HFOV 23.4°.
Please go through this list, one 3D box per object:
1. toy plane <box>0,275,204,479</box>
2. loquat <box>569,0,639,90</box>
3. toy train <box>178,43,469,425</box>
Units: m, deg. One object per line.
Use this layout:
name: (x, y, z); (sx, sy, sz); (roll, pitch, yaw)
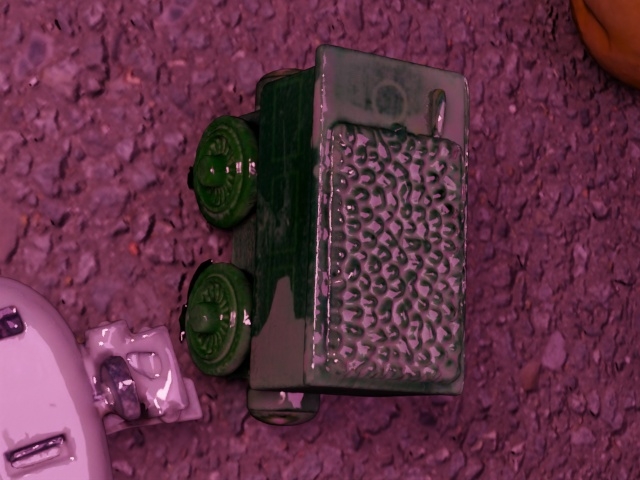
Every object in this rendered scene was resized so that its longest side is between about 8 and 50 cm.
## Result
toy plane: (-0.192, 0.142, 1.026); (0.244, 0.117, 0.245); (0, 89, -18)
loquat: (0.339, -0.235, 1.370); (0.243, 0.244, 0.244); (3, 85, -36)
toy train: (0.000, 0.000, 1.119); (0.145, 0.202, 0.266); (7, 80, -34)
